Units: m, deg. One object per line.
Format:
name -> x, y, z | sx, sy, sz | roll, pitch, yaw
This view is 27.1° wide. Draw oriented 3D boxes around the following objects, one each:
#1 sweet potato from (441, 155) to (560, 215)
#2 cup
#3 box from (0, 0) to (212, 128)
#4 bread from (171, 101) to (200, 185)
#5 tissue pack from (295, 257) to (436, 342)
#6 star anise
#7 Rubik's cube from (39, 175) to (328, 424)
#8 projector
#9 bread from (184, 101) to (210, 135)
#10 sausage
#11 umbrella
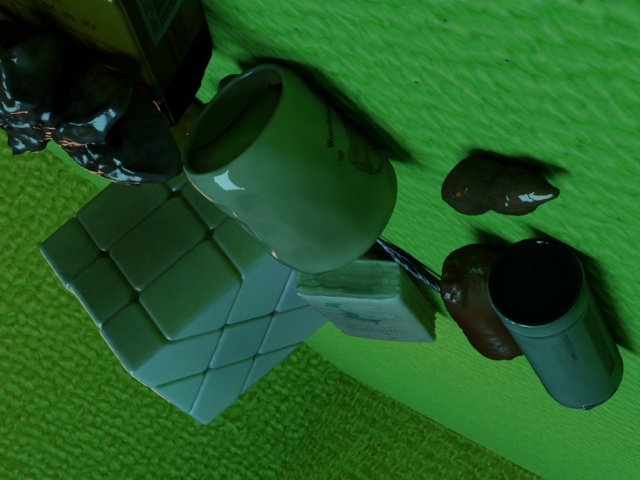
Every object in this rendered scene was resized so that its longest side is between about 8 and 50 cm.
sweet potato -> 0.166, -0.053, 1.282 | 0.065, 0.051, 0.218 | 40, 169, -15
cup -> -0.050, -0.082, 1.509 | 0.202, 0.173, 0.255 | 41, 168, -31
box -> -0.266, -0.270, 1.391 | 0.264, 0.116, 0.415 | 25, 171, 7
bread -> -0.204, -0.152, 1.936 | 0.245, 0.102, 0.094 | 41, 171, -35
tissue pack -> 0.081, 0.100, 2.158 | 0.170, 0.071, 0.325 | 1, 165, 16
star anise -> -0.283, -0.143, 1.431 | 0.315, 0.108, 0.315 | 21, 163, 7
Rubik's cube -> -0.217, 0.065, 2.235 | 0.316, 0.319, 0.322 | 49, 179, 31
projector -> 0.281, 0.105, 1.548 | 0.108, 0.108, 0.337 | 29, 170, 28
bread -> -0.093, -0.135, 1.709 | 0.189, 0.077, 0.114 | 27, -171, 34
sausage -> 0.215, 0.082, 1.688 | 0.102, 0.102, 0.330 | 30, 172, 24
umbrella -> 0.176, 0.076, 1.995 | 0.269, 0.044, 0.044 | 35, 144, -2
